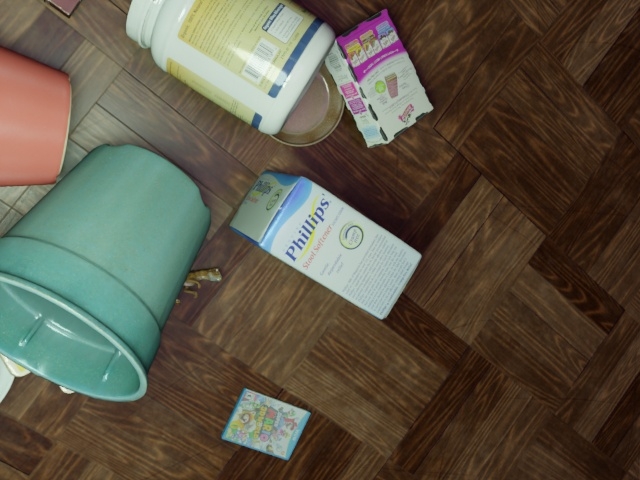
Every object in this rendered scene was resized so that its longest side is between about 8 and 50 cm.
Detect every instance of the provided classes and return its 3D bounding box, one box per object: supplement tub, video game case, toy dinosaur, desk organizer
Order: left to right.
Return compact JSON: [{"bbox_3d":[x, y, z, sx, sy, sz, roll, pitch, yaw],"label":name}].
[{"bbox_3d":[-0.437,-0.468,1.175,0.050,0.047,0.130,35,86,-23],"label":"desk organizer"},{"bbox_3d":[-0.307,0.073,1.308,0.212,0.064,0.112,14,62,-17],"label":"toy dinosaur"},{"bbox_3d":[-0.158,-0.360,1.172,0.316,0.228,0.228,32,87,-6],"label":"supplement tub"},{"bbox_3d":[-0.118,0.404,1.437,0.166,0.015,0.119,26,89,-21],"label":"video game case"}]

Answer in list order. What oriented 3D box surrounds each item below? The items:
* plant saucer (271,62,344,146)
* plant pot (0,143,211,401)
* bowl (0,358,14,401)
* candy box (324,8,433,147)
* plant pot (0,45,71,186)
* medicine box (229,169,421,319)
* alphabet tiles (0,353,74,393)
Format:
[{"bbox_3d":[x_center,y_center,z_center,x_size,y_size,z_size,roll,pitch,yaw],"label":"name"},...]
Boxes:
[{"bbox_3d":[-0.048,-0.293,1.343,0.199,0.036,0.198,-3,99,-19],"label":"plant saucer"},{"bbox_3d":[-0.365,0.037,1.097,0.341,0.341,0.334,41,50,-20],"label":"plant pot"},{"bbox_3d":[-0.687,0.212,1.110,0.298,0.134,0.297,23,48,-29],"label":"bowl"},{"bbox_3d":[0.117,-0.333,1.357,0.159,0.071,0.233,-38,108,-28],"label":"candy box"},{"bbox_3d":[-0.554,-0.204,1.077,0.243,0.275,0.274,6,96,-30],"label":"plant pot"},{"bbox_3d":[0.000,0.000,1.283,0.289,0.263,0.149,32,87,-21],"label":"medicine box"},{"bbox_3d":[-0.458,0.123,1.205,0.284,0.021,0.277,-29,90,-34],"label":"alphabet tiles"}]
